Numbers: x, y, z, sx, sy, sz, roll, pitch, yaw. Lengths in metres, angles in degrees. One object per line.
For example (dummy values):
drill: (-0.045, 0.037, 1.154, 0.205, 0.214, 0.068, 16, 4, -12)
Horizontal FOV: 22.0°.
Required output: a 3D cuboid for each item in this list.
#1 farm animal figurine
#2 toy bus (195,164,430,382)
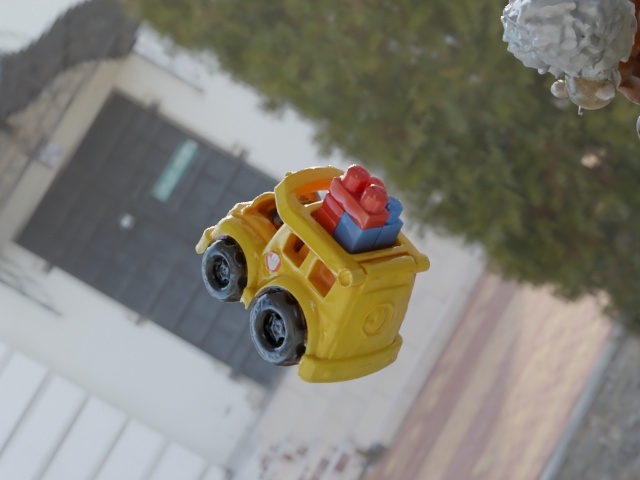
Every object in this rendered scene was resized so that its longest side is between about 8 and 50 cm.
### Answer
farm animal figurine: (0.324, -0.099, 1.179, 0.327, 0.330, 0.172, 20, -104, -64)
toy bus: (0.000, 0.000, 1.644, 0.149, 0.220, 0.211, -11, -44, -40)
